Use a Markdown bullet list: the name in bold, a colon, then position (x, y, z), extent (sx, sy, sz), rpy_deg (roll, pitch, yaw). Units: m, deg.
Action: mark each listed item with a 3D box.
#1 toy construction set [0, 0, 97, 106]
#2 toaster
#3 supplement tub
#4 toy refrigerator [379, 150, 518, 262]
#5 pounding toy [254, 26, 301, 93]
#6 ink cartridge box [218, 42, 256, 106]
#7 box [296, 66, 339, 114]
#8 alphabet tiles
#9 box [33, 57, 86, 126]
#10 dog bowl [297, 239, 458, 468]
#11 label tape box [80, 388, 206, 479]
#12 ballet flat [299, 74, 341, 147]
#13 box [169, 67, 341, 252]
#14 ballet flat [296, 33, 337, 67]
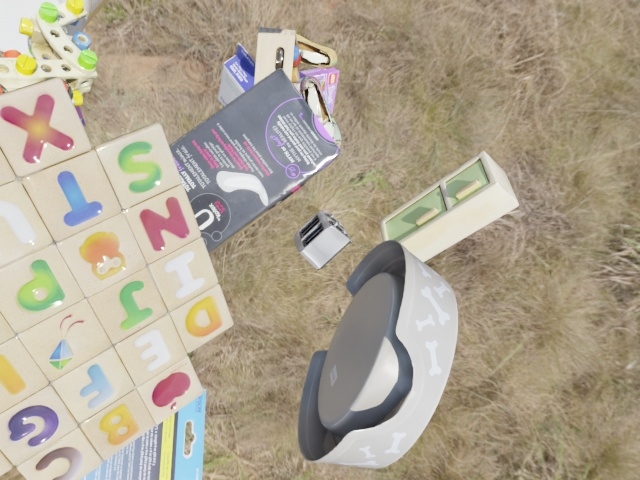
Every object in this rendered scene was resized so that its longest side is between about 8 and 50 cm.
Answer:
- **toy construction set**: position (-0.535, -0.305, 0.864), extent (0.327, 0.151, 0.215), rpy_deg (-23, 86, -30)
- **toaster**: position (0.000, 0.000, 1.768), extent (0.185, 0.168, 0.110), rpy_deg (-43, 114, 10)
- **supplement tub**: position (-0.585, -0.555, 1.063), extent (0.241, 0.241, 0.331), rpy_deg (12, 44, -10)
- **toy refrigerator**: position (0.252, -0.057, 1.043), extent (0.094, 0.269, 0.102), rpy_deg (33, 37, -33)
- **pounding toy**: position (-0.073, -0.334, 1.016), extent (0.100, 0.130, 0.141), rpy_deg (5, 97, 0)
- **ink cartridge box**: position (-0.254, -0.510, 1.903), extent (0.071, 0.330, 0.324), rpy_deg (-37, 86, -21)
- **box**: position (-0.042, -0.503, 1.927), extent (0.201, 0.293, 0.057), rpy_deg (-22, 50, -32)
- **alphabet tiles**: position (-0.221, 0.062, 0.417), extent (0.285, 0.011, 0.342), rpy_deg (-31, 127, -28)
- **box**: position (-0.780, -0.359, 1.363), extent (0.117, 0.243, 0.213), rpy_deg (45, 65, 6)
- **dog bowl**: position (0.082, 0.177, 0.778), extent (0.102, 0.349, 0.349), rpy_deg (25, 82, -9)
- **label tape box**: position (-0.481, 0.508, 1.289), extent (0.347, 0.115, 0.249), rpy_deg (7, 71, -25)
- **ballet flat**: position (-0.004, -0.340, 1.383), extent (0.077, 0.079, 0.221), rpy_deg (-16, 109, 13)
- **box**: position (-0.126, -0.117, 0.814), extent (0.270, 0.143, 0.165), rpy_deg (-37, 95, -5)
- **ballet flat**: position (-0.062, -0.576, 1.528), extent (0.232, 0.073, 0.080), rpy_deg (14, 121, 1)
